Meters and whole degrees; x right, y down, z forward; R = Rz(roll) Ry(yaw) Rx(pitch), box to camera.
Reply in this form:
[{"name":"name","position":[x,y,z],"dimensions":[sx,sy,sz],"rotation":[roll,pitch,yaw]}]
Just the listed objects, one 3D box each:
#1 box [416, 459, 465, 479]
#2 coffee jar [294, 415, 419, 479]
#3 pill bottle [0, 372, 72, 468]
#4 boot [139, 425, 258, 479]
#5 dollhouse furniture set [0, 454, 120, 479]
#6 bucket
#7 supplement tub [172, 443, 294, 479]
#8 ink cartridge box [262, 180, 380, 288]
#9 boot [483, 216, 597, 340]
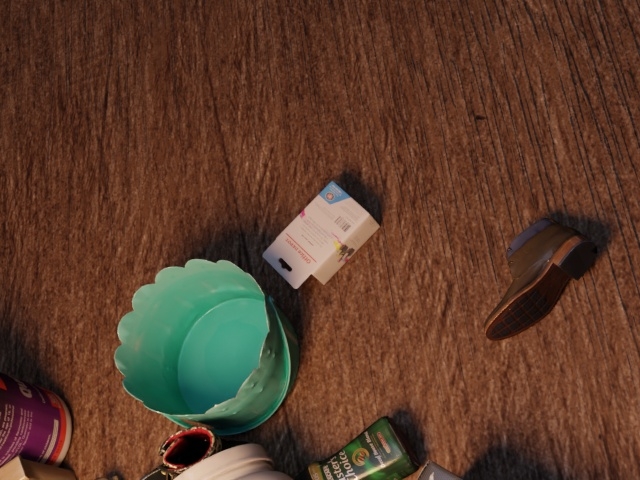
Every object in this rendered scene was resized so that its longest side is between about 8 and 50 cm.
[{"name":"box","position":[0.256,0.396,1.327],"dimensions":[0.233,0.183,0.059],"rotation":[25,80,30]},{"name":"coffee jar","position":[0.054,0.359,1.486],"dimensions":[0.184,0.079,0.096],"rotation":[-35,60,6]},{"name":"pill bottle","position":[-0.581,0.308,1.628],"dimensions":[0.182,0.323,0.181],"rotation":[-8,66,19]},{"name":"boot","position":[-0.229,0.365,1.542],"dimensions":[0.237,0.178,0.085],"rotation":[-22,62,12]},{"name":"dollhouse furniture set","position":[-0.444,0.551,1.558],"dimensions":[0.303,0.174,0.355],"rotation":[-35,60,6]},{"name":"bucket","position":[-0.177,0.182,1.595],"dimensions":[0.281,0.183,0.281],"rotation":[-9,66,20]},{"name":"supplement tub","position":[-0.093,0.482,1.399],"dimensions":[0.228,0.228,0.316],"rotation":[-36,64,5]},{"name":"ink cartridge box","position":[0.000,0.000,1.667],"dimensions":[0.181,0.061,0.104],"rotation":[-46,59,-1]},{"name":"boot","position":[0.326,0.059,1.517],"dimensions":[0.219,0.082,0.106],"rotation":[-43,38,6]}]
